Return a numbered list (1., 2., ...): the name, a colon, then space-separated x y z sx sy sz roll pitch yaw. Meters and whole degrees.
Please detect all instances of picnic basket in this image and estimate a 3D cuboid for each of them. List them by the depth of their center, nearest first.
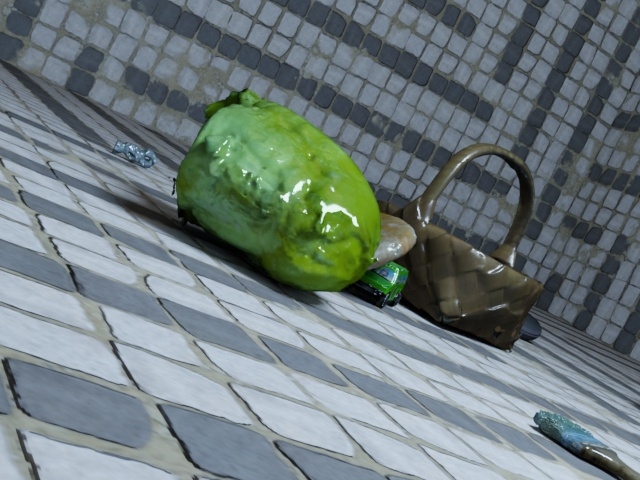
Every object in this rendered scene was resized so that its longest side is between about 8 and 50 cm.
1. picnic basket: 0.251 -0.017 1.689 0.293 0.337 0.337 25 4 -44

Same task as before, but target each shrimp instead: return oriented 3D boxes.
1. shrimp: 0.000 0.000 1.469 0.317 0.077 0.168 4 22 41

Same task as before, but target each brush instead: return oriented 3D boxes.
1. brush: 0.297 0.226 0.981 0.070 0.021 0.196 20 7 -40

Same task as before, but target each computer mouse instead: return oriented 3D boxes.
1. computer mouse: 0.425 0.170 2.184 0.120 0.057 0.232 26 4 1

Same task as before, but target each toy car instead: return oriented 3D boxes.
1. toy car: 0.089 0.060 1.490 0.071 0.062 0.165 27 4 13

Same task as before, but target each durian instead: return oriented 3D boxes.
1. durian: -0.059 -0.051 1.227 0.340 0.204 0.256 36 21 16

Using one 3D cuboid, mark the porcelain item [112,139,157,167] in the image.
1. porcelain item: -0.340 -0.158 1.802 0.083 0.036 0.028 19 11 -16
